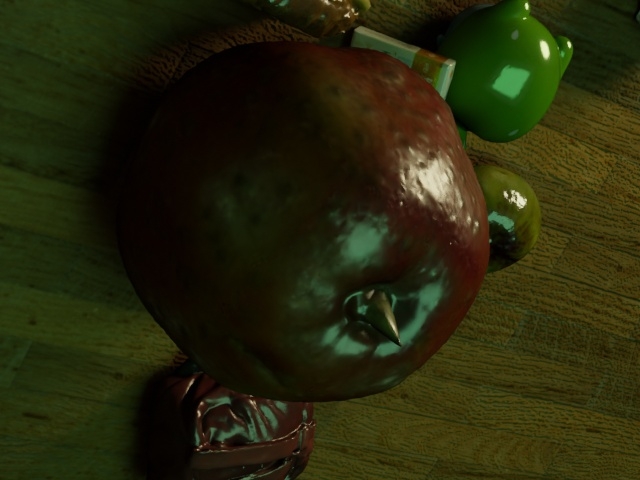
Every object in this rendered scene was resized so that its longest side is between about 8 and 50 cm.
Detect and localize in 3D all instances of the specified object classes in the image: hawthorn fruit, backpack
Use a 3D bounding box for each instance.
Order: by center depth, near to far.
[{"bbox_3d":[0.000,0.000,1.761,0.402,0.403,0.403,-21,131,-26],"label":"hawthorn fruit"},{"bbox_3d":[-0.103,0.241,2.049,0.229,0.139,0.229,-17,128,-23],"label":"backpack"}]

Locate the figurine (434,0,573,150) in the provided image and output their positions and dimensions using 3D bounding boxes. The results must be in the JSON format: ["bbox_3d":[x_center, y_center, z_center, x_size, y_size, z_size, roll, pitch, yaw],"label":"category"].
[{"bbox_3d":[0.169,-0.164,1.984,0.263,0.143,0.162,-44,117,14],"label":"figurine"}]

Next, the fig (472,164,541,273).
[{"bbox_3d":[0.205,-0.026,2.121,0.153,0.121,0.136,-10,130,-34],"label":"fig"}]

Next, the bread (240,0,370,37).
[{"bbox_3d":[-0.044,-0.320,1.712,0.274,0.114,0.185,18,108,-47],"label":"bread"}]

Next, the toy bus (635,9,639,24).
[{"bbox_3d":[0.534,-0.390,2.140,0.138,0.097,0.342,19,107,-47],"label":"toy bus"}]

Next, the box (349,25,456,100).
[{"bbox_3d":[0.070,-0.122,1.946,0.032,0.122,0.220,-43,151,-60],"label":"box"}]
